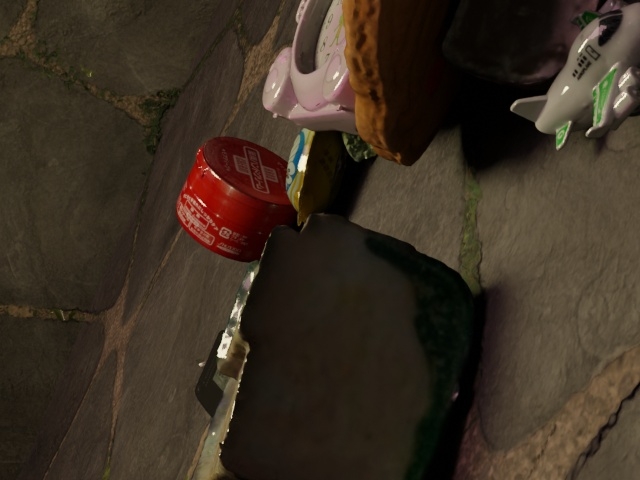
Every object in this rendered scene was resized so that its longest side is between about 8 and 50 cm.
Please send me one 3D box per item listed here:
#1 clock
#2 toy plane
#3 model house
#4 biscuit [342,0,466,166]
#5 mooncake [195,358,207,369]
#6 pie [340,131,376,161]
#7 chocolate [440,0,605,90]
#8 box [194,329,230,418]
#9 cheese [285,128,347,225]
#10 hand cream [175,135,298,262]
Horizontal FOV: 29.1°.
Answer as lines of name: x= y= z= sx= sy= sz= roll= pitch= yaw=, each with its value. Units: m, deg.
clock: x=0.061 y=-0.303 z=1.640 sx=0.295 sy=0.113 sz=0.322 roll=7 pitch=74 yaw=66
toy plane: x=0.264 y=-0.162 z=1.185 sx=0.174 sy=0.080 sz=0.174 roll=-51 pitch=25 yaw=35
model house: x=-0.005 y=0.160 z=1.348 sx=0.284 sy=0.243 sz=0.298 roll=134 pitch=157 yaw=-65
biscuit: x=0.119 y=-0.271 z=1.361 sx=0.350 sy=0.078 sz=0.455 roll=-65 pitch=-19 yaw=-11
mooncake: x=-0.144 y=0.095 z=2.057 sx=0.347 sy=0.057 sz=0.150 roll=-68 pitch=21 yaw=-4
pie: x=0.112 y=-0.248 z=1.714 sx=0.302 sy=0.067 sz=0.302 roll=-54 pitch=23 yaw=35
chocolate: x=0.241 y=-0.279 z=1.326 sx=0.080 sy=0.157 sz=0.254 roll=23 pitch=-95 yaw=-65
box: x=-0.148 y=0.217 z=1.924 sx=0.126 sy=0.027 sz=0.125 roll=35 pitch=103 yaw=53
cheese: x=0.006 y=-0.134 z=1.842 sx=0.177 sy=0.069 sz=0.270 roll=91 pitch=-164 yaw=-49
hand cream: x=-0.127 y=-0.065 z=1.974 sx=0.125 sy=0.193 sz=0.193 roll=-59 pitch=21 yaw=28
